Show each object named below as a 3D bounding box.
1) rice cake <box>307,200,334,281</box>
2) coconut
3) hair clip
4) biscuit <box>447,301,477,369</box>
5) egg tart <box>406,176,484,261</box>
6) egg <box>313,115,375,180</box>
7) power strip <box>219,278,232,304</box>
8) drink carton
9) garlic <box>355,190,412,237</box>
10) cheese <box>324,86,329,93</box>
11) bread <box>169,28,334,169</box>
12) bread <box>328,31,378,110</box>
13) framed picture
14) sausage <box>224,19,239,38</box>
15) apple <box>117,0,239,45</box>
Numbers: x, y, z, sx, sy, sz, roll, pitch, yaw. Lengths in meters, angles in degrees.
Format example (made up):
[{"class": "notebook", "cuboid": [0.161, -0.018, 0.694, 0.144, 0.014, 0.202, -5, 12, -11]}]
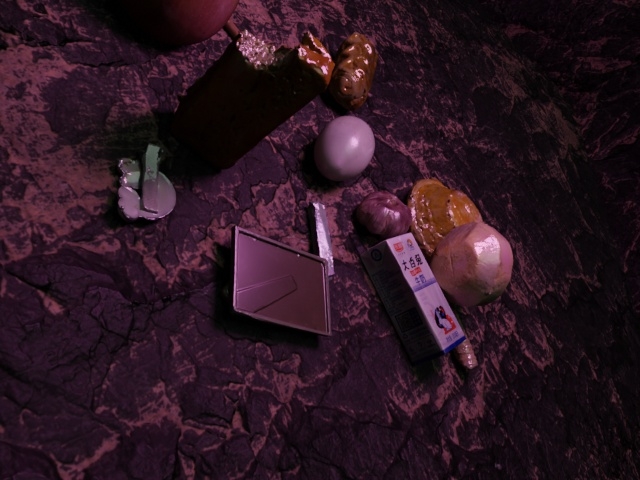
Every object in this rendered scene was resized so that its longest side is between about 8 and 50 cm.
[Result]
[{"class": "rice cake", "cuboid": [0.000, 0.000, 1.346, 0.043, 0.034, 0.210, 12, 57, -32]}, {"class": "coconut", "cuboid": [0.408, 0.066, 1.519, 0.237, 0.236, 0.197, 1, 21, -46]}, {"class": "hair clip", "cuboid": [-0.322, -0.101, 1.064, 0.116, 0.049, 0.172, 13, 58, -36]}, {"class": "biscuit", "cuboid": [0.363, 0.244, 1.548, 0.061, 0.055, 0.219, 8, 58, -63]}, {"class": "egg tart", "cuboid": [0.396, -0.045, 1.719, 0.341, 0.132, 0.341, 26, 50, -35]}, {"class": "egg", "cuboid": [0.060, -0.235, 1.475, 0.151, 0.151, 0.209, 44, 42, -16]}, {"class": "power strip", "cuboid": [-0.136, 0.080, 1.153, 0.076, 0.028, 0.169, 49, 41, -11]}, {"class": "drink carton", "cuboid": [0.234, 0.142, 1.441, 0.131, 0.107, 0.314, -14, 75, -51]}, {"class": "garlic", "cuboid": [0.173, -0.072, 1.513, 0.159, 0.102, 0.147, 8, 40, -33]}, {"class": "cheese", "cuboid": [0.002, -0.493, 1.686, 0.067, 0.026, 0.120, -29, 95, -52]}, {"class": "bread", "cuboid": [-0.145, -0.286, 1.112, 0.185, 0.380, 0.109, 42, 47, -20]}, {"class": "bread", "cuboid": [0.097, -0.499, 1.702, 0.152, 0.130, 0.267, 69, 26, -42]}, {"class": "framed picture", "cuboid": [-0.075, 0.088, 1.170, 0.260, 0.023, 0.188, 20, 55, -38]}, {"class": "sausage", "cuboid": [-0.233, -0.553, 1.480, 0.116, 0.026, 0.026, 51, 39, -10]}, {"class": "apple", "cuboid": [-0.306, -0.587, 1.258, 0.306, 0.235, 0.305, 24, 50, -32]}]
